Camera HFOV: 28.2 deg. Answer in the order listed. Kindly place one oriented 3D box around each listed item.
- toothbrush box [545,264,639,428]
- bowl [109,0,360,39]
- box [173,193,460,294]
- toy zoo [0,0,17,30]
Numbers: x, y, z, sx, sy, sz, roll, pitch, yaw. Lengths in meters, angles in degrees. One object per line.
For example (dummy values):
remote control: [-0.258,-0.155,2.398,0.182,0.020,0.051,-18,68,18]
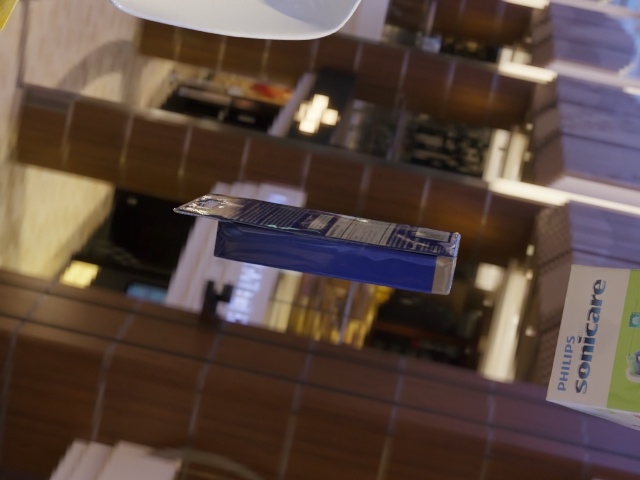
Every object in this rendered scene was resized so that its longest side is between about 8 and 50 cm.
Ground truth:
toothbrush box: [0.359,0.106,1.007,0.206,0.283,0.122,22,78,-44]
bowl: [-0.030,-0.168,0.587,0.053,0.142,0.142,57,-47,42]
box: [0.000,0.000,1.048,0.136,0.225,0.036,-45,145,-78]
toy zoo: [-0.262,-0.317,1.231,0.293,0.030,0.192,-52,-162,32]
